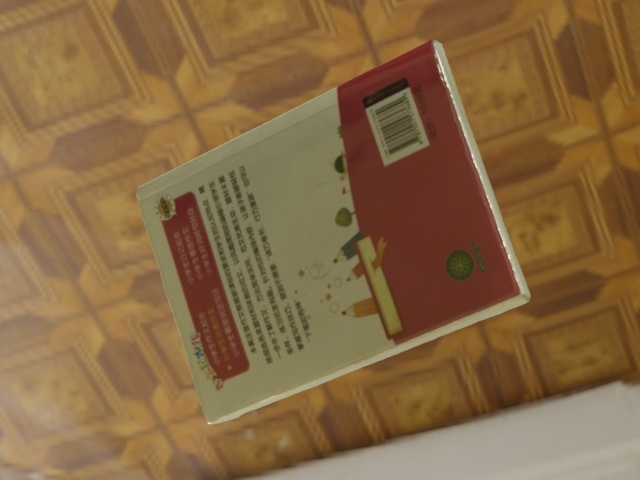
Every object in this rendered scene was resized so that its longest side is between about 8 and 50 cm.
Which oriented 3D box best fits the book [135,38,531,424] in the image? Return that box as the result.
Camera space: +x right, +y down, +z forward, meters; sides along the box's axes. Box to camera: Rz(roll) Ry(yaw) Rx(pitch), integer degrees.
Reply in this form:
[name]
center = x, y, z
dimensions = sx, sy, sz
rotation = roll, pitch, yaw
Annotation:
[book]
center = 0.000, 0.000, 0.945
dimensions = 0.232, 0.162, 0.022
rotation = -25, 167, 29
